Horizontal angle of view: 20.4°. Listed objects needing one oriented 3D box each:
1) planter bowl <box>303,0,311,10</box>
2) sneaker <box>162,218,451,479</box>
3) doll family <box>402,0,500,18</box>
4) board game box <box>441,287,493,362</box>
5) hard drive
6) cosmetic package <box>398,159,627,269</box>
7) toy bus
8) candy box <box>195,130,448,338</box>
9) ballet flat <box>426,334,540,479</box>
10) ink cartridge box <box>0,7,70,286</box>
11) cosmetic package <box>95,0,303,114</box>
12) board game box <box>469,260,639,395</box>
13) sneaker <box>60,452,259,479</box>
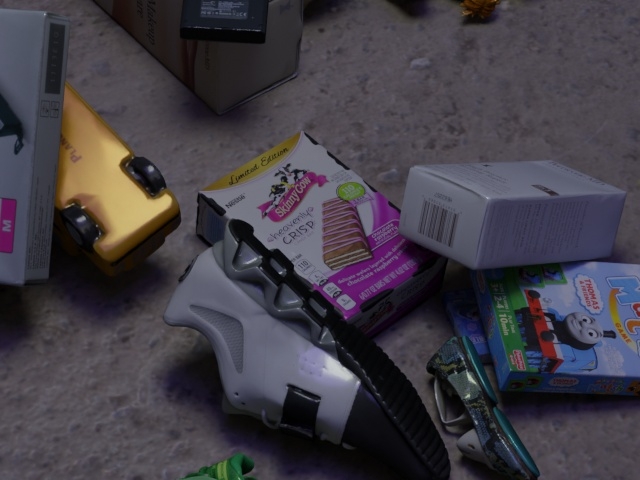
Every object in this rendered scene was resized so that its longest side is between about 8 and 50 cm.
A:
[{"bbox_3d":[-0.050,-0.345,2.183,0.162,0.109,0.162,11,39,-9],"label":"planter bowl"},{"bbox_3d":[-0.017,0.143,1.757,0.330,0.146,0.122,45,13,6],"label":"sneaker"},{"bbox_3d":[0.160,-0.353,2.243,0.263,0.118,0.163,9,38,-23],"label":"doll family"},{"bbox_3d":[0.185,0.087,1.885,0.090,0.020,0.090,-8,51,-15],"label":"board game box"},{"bbox_3d":[-0.104,-0.276,1.980,0.094,0.022,0.135,3,51,0],"label":"hard drive"},{"bbox_3d":[0.205,-0.030,1.878,0.231,0.085,0.117,-7,25,-44],"label":"cosmetic package"},{"bbox_3d":[-0.292,-0.099,1.890,0.108,0.130,0.332,-39,74,-20],"label":"toy bus"},{"bbox_3d":[0.000,0.000,1.908,0.159,0.071,0.233,-33,59,-31],"label":"candy box"},{"bbox_3d":[0.157,0.181,1.776,0.070,0.070,0.188,-10,46,-16],"label":"ballet flat"},{"bbox_3d":[-0.380,-0.102,1.805,0.239,0.275,0.060,6,3,20],"label":"ink cartridge box"},{"bbox_3d":[-0.163,-0.305,2.115,0.129,0.153,0.296,-31,57,-28],"label":"cosmetic package"},{"bbox_3d":[0.275,0.090,1.863,0.211,0.039,0.160,4,47,-17],"label":"board game box"},{"bbox_3d":[-0.110,0.247,1.619,0.295,0.123,0.109,9,13,-6],"label":"sneaker"}]
